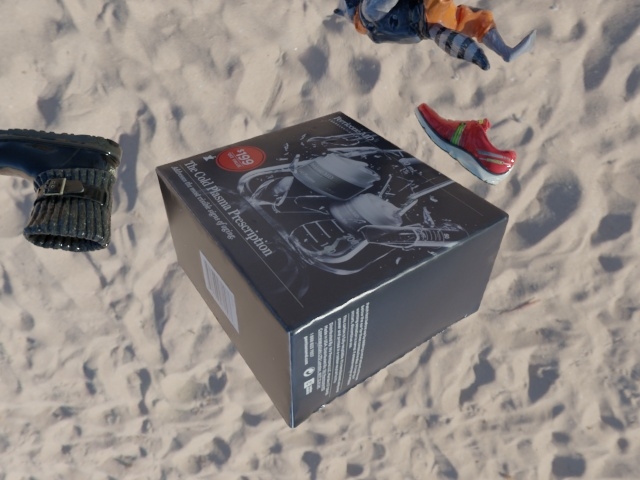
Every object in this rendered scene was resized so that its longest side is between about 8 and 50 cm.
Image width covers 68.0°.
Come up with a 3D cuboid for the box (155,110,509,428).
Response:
[{"bbox_3d":[0.000,0.000,0.643,0.312,0.343,0.179,-24,136,-27],"label":"box"}]

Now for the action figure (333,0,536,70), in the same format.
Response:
[{"bbox_3d":[0.143,-0.393,0.772,0.341,0.330,0.179,6,105,-49],"label":"action figure"}]

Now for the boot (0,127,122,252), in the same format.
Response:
[{"bbox_3d":[-0.633,-0.110,1.073,0.347,0.131,0.261,2,72,4],"label":"boot"}]

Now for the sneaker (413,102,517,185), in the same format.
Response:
[{"bbox_3d":[0.347,-0.252,1.138,0.279,0.107,0.118,45,109,19],"label":"sneaker"}]
